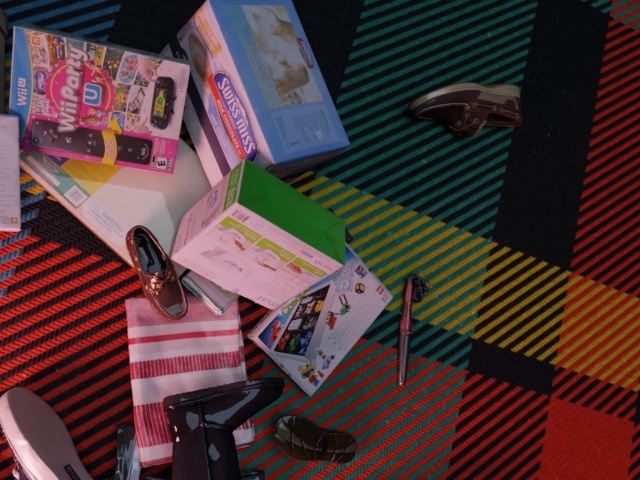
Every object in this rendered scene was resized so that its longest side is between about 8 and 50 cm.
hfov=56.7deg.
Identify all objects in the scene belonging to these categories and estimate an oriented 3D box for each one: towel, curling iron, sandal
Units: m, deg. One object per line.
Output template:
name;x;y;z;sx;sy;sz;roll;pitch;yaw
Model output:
towel;-0.209;0.076;1.273;0.113;0.023;0.152;44;50;-1
curling iron;0.220;0.213;1.433;0.068;0.035;0.274;16;76;-17
towel;-0.264;0.269;1.210;0.237;0.037;0.329;-2;74;-27
sandal;-0.016;0.435;1.302;0.219;0.060;0.090;21;80;-31

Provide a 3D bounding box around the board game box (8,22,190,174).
board game box;-0.419;-0.264;1.135;0.303;0.097;0.224;8;111;-17

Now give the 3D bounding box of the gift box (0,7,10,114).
gift box;-0.702;-0.372;1.081;0.276;0.255;0.258;-3;84;-15

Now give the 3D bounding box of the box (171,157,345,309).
box;-0.121;0.002;1.187;0.262;0.231;0.127;30;44;-29

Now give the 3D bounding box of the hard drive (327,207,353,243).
hard drive;0.000;0.000;1.395;0.135;0.022;0.094;-39;96;-22

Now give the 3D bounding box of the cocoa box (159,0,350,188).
cocoa box;-0.140;-0.297;1.253;0.231;0.228;0.347;-21;89;-42

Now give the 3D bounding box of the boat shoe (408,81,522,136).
boat shoe;0.390;-0.332;1.547;0.342;0.123;0.123;-8;82;-27

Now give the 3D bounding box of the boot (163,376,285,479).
boot;-0.171;0.383;1.138;0.246;0.094;0.207;-7;71;-19

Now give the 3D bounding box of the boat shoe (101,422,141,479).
boat shoe;-0.391;0.467;1.144;0.076;0.080;0.229;12;76;-12

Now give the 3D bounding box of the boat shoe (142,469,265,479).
boat shoe;-0.231;0.485;1.189;0.254;0.095;0.079;15;78;-19

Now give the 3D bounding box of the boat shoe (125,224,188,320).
boat shoe;-0.326;0.066;1.179;0.073;0.073;0.207;-32;93;-27

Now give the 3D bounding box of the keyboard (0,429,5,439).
keyboard;-0.688;0.366;1.076;0.201;0.033;0.317;-42;97;-19

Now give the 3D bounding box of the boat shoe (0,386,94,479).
boat shoe;-0.521;0.447;1.078;0.158;0.127;0.340;-40;77;4

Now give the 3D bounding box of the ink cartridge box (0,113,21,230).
ink cartridge box;-0.624;-0.120;1.009;0.206;0.045;0.208;1;86;-40

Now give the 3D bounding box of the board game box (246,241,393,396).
board game box;0.006;0.170;1.340;0.305;0.053;0.193;-47;105;-20

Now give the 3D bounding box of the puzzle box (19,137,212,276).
puzzle box;-0.391;-0.123;1.256;0.409;0.052;0.272;44;70;-8
